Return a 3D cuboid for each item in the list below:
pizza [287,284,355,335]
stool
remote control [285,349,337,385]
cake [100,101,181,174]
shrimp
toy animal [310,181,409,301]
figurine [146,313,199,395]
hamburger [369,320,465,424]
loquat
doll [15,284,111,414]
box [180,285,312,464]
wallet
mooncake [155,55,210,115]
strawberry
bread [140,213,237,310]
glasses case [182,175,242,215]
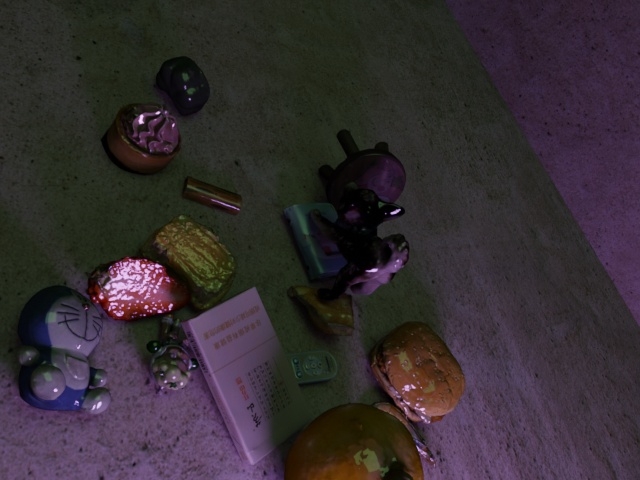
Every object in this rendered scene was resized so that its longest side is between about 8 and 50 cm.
[{"bbox_3d":[0.001,0.204,1.698,0.204,0.081,0.188,16,28,-15],"label":"pizza"},{"bbox_3d":[0.133,-0.224,1.985,0.272,0.272,0.179,12,39,-30],"label":"stool"},{"bbox_3d":[-0.060,0.340,1.566,0.244,0.047,0.087,2,62,-36],"label":"remote control"},{"bbox_3d":[-0.477,-0.298,1.627,0.207,0.178,0.185,5,58,-31],"label":"cake"},{"bbox_3d":[0.215,0.551,1.623,0.251,0.052,0.143,39,54,4],"label":"shrimp"},{"bbox_3d":[0.126,-0.018,1.685,0.194,0.302,0.345,9,59,-35],"label":"toy animal"},{"bbox_3d":[-0.342,0.259,1.378,0.147,0.093,0.197,37,40,-39],"label":"figurine"},{"bbox_3d":[0.289,0.381,1.733,0.283,0.144,0.259,54,41,1],"label":"hamburger"},{"bbox_3d":[0.088,0.528,1.327,0.328,0.359,0.329,8,72,-27],"label":"loquat"},{"bbox_3d":[-0.530,0.220,1.228,0.228,0.153,0.259,44,39,-54],"label":"doll"},{"bbox_3d":[-0.168,0.315,1.418,0.204,0.051,0.366,-26,93,-41],"label":"box"},{"bbox_3d":[0.000,0.000,1.843,0.176,0.075,0.251,-8,66,-36],"label":"wallet"},{"bbox_3d":[-0.429,-0.474,1.834,0.175,0.169,0.104,29,51,28],"label":"mooncake"},{"bbox_3d":[-0.439,0.103,1.403,0.107,0.175,0.236,45,-4,46],"label":"strawberry"},{"bbox_3d":[-0.327,0.052,1.522,0.245,0.121,0.174,46,52,-6],"label":"bread"},{"bbox_3d":[-0.312,-0.133,1.725,0.169,0.041,0.065,19,49,-24],"label":"glasses case"}]
